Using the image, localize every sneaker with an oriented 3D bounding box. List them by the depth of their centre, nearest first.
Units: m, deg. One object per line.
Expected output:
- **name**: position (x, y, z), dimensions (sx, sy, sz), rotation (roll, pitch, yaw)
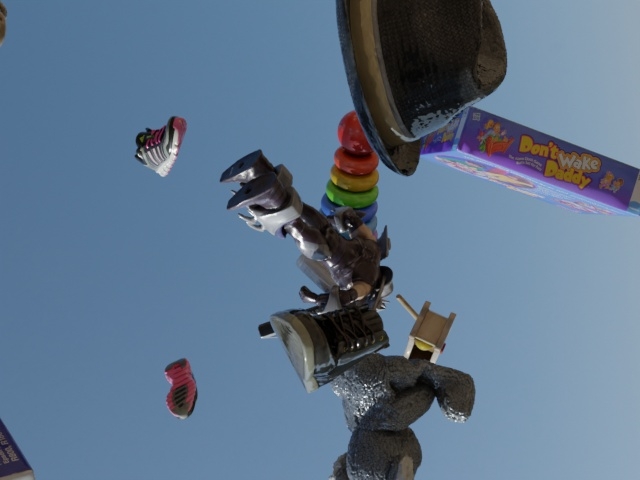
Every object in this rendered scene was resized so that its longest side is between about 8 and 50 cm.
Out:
- **sneaker**: position (0.015, 0.101, 1.116), dimensions (0.083, 0.118, 0.222), rotation (59, 173, 15)
- **sneaker**: position (-0.190, 0.220, 1.405), dimensions (0.119, 0.047, 0.057), rotation (-107, -5, -60)
- **sneaker**: position (-0.277, -0.166, 1.681), dimensions (0.075, 0.170, 0.063), rotation (21, -115, -12)

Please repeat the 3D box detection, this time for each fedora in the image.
- **fedora**: position (0.134, -0.245, 1.187), dimensions (0.334, 0.153, 0.334), rotation (-10, -90, -70)

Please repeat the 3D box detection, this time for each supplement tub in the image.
- **supplement tub**: position (0.013, 0.057, 1.877), dimensions (0.107, 0.071, 0.071), rotation (44, -154, 10)

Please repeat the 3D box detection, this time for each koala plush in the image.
- **koala plush**: position (0.095, 0.289, 1.480), dimensions (0.203, 0.196, 0.221), rotation (22, -109, -36)

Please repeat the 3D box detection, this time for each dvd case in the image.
- **dvd case**: position (0.007, 0.148, 1.906), dimensions (0.239, 0.179, 0.029), rotation (8, -116, -68)

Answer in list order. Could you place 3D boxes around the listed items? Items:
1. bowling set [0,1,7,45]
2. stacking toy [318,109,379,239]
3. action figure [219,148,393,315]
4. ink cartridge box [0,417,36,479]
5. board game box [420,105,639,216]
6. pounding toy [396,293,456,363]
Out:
- **bowling set**: position (-0.336, -0.151, 0.821), dimensions (0.287, 0.200, 0.154), rotation (-63, -35, -18)
- **stacking toy**: position (0.061, -0.109, 1.959), dimensions (0.141, 0.141, 0.330), rotation (-55, -24, -54)
- **action figure**: position (0.000, 0.000, 1.285), dimensions (0.285, 0.099, 0.185), rotation (41, -150, -28)
- **ink cartridge box**: position (-0.495, 0.291, 1.431), dimensions (0.071, 0.324, 0.330), rotation (-22, -46, -30)
- **board game box**: position (0.366, -0.133, 1.727), dimensions (0.233, 0.347, 0.078), rotation (-166, 94, -77)
- **pounding toy**: position (0.218, 0.222, 2.310), dimensions (0.154, 0.155, 0.269), rotation (-64, -10, -8)
